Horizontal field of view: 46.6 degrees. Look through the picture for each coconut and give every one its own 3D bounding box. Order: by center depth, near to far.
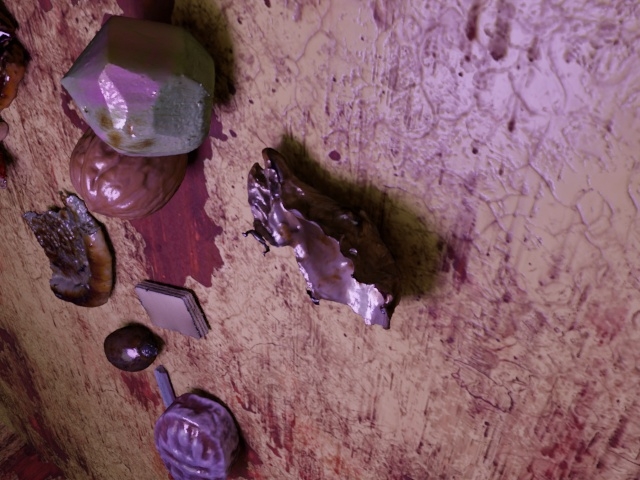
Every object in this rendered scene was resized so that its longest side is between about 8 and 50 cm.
[{"bbox_3d":[-0.281,-0.237,1.153,0.235,0.235,0.205,-11,75,49],"label":"coconut"}]

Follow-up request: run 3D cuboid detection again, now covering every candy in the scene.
[{"bbox_3d":[-0.316,0.520,1.922,0.214,0.157,0.290,17,128,15],"label":"candy"}]

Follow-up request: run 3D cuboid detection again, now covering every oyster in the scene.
[{"bbox_3d":[0.000,0.003,1.164,0.337,0.133,0.198,41,145,14],"label":"oyster"}]

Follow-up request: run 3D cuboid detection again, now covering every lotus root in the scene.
[{"bbox_3d":[-0.489,0.282,1.922,0.209,0.120,0.120,-3,120,47],"label":"lotus root"}]

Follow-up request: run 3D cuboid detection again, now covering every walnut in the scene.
[{"bbox_3d":[-0.342,-0.134,1.322,0.213,0.213,0.213,27,138,27],"label":"walnut"}]

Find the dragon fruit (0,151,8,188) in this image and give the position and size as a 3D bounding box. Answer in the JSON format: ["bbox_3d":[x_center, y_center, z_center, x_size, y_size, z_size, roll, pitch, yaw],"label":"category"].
[{"bbox_3d":[-0.875,-0.177,1.832,0.268,0.210,0.205,26,170,23],"label":"dragon fruit"}]

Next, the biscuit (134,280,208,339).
[{"bbox_3d":[-0.347,0.158,1.727,0.199,0.040,0.121,9,130,43],"label":"biscuit"}]

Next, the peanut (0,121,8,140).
[{"bbox_3d":[-0.829,-0.278,1.752,0.174,0.080,0.080,17,150,-23],"label":"peanut"}]

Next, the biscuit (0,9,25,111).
[{"bbox_3d":[-0.747,-0.422,1.546,0.334,0.081,0.289,48,125,-6],"label":"biscuit"}]

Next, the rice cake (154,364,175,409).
[{"bbox_3d":[-0.418,0.421,2.037,0.033,0.033,0.208,21,135,34],"label":"rice cake"}]

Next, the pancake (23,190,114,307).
[{"bbox_3d":[-0.636,0.038,1.891,0.426,0.067,0.305,-14,110,52],"label":"pancake"}]
